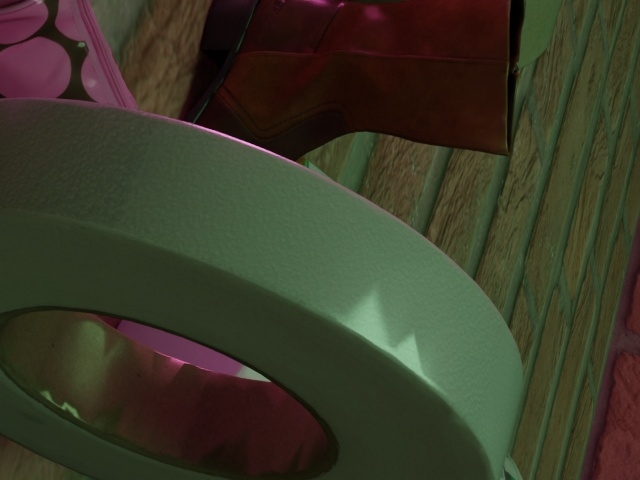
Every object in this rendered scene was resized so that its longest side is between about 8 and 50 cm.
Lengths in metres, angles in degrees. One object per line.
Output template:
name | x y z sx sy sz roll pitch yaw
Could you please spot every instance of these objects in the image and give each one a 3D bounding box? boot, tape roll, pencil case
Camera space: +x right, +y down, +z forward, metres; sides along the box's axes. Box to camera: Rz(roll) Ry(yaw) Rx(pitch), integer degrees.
boot | 0.027 -0.087 1.116 0.096 0.280 0.264 46 54 -62
tape roll | -0.082 0.064 0.758 0.392 0.392 0.072 63 40 -53
pencil case | -0.171 -0.103 0.872 0.209 0.098 0.095 70 34 -46

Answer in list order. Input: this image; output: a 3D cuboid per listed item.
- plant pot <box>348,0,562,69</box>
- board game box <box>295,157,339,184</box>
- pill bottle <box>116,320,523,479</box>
plant pot | 0.145 -0.343 1.341 0.334 0.334 0.305 -60 158 -45
board game box | 0.000 0.000 1.405 0.259 0.039 0.124 30 67 -63
pill bottle | 0.001 0.170 1.108 0.361 0.204 0.204 44 53 -36
